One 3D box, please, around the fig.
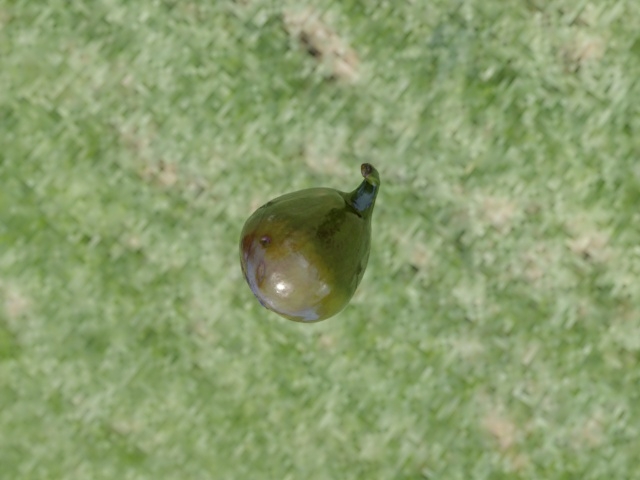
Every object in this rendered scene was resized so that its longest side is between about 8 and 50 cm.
[{"bbox_3d":[0.000,0.000,0.979,0.082,0.098,0.084,51,179,31],"label":"fig"}]
